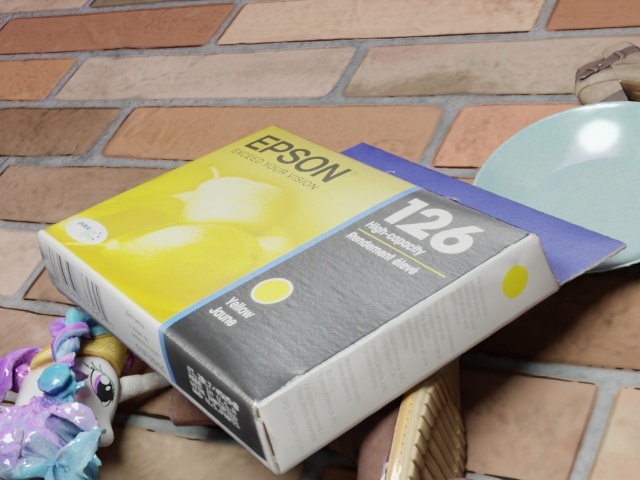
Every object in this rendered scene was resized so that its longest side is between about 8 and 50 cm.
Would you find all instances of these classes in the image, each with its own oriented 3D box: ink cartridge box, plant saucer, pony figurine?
[{"bbox_3d":[0.000,0.000,0.781,0.307,0.072,0.303,-31,34,-26],"label":"ink cartridge box"},{"bbox_3d":[0.214,-0.034,0.842,0.195,0.037,0.195,-14,40,12],"label":"plant saucer"},{"bbox_3d":[-0.270,0.170,0.724,0.351,0.303,0.363,7,35,-12],"label":"pony figurine"}]

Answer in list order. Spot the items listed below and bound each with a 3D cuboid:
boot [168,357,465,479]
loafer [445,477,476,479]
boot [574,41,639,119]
[{"bbox_3d":[-0.008,0.120,0.752,0.207,0.090,0.248,-11,34,19],"label":"boot"},{"bbox_3d":[0.168,0.213,0.541,0.302,0.095,0.109,22,58,42],"label":"loafer"},{"bbox_3d":[0.277,-0.144,0.931,0.118,0.042,0.087,-17,37,9],"label":"boot"}]
